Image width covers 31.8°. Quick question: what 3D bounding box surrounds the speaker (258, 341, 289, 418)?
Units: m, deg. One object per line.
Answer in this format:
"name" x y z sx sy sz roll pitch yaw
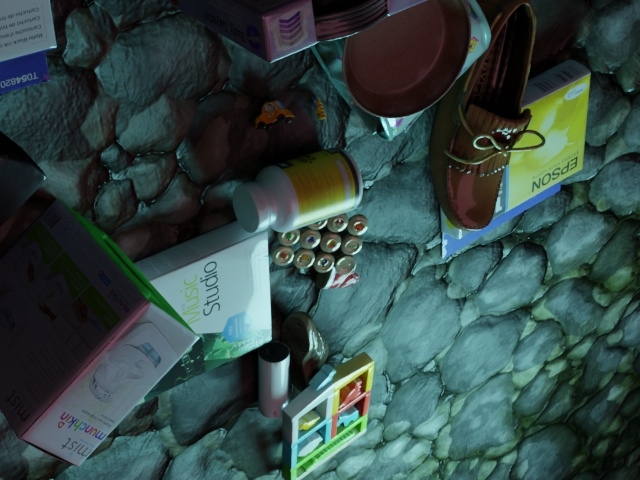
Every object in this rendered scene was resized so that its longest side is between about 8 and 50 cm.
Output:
"speaker" -0.081 0.240 1.929 0.055 0.055 0.136 -21 132 -28

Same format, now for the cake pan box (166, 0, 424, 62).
"cake pan box" -0.033 -0.322 1.375 0.245 0.267 0.070 -29 131 -25

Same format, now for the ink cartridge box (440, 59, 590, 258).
"ink cartridge box" 0.346 -0.131 2.011 0.303 0.072 0.307 -29 134 -21

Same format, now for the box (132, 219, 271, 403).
"box" -0.222 0.119 1.709 0.322 0.058 0.232 -23 133 -26

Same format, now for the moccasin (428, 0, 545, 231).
"moccasin" 0.269 -0.196 1.767 0.139 0.147 0.380 5 105 -31

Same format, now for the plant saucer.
"plant saucer" 0.109 -0.260 1.492 0.198 0.036 0.199 -14 124 -22

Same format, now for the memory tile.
"memory tile" 0.000 0.000 1.809 0.148 0.012 0.113 9 117 -23

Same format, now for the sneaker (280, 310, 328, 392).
"sneaker" -0.023 0.179 1.941 0.071 0.066 0.188 -41 147 -35

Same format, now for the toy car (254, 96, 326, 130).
"toy car" -0.048 -0.189 1.655 0.122 0.060 0.041 -14 86 -55

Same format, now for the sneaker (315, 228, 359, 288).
"sneaker" 0.044 0.032 1.887 0.067 0.042 0.118 5 124 -39

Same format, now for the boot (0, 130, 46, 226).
"boot" -0.565 0.006 1.220 0.445 0.146 0.367 -44 153 8

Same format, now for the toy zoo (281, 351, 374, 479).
"toy zoo" 0.012 0.315 2.036 0.192 0.030 0.293 -32 148 -26

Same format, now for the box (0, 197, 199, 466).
"box" -0.330 0.114 1.453 0.231 0.262 0.127 -48 140 -2

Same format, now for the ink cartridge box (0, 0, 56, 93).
"ink cartridge box" -0.412 -0.242 1.269 0.223 0.045 0.224 -23 134 -27

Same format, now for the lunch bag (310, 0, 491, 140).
"lunch bag" 0.110 -0.294 1.607 0.223 0.160 0.262 -45 134 -6

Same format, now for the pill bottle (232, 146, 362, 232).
"pill bottle" -0.035 -0.071 1.690 0.184 0.103 0.103 -19 131 -31
